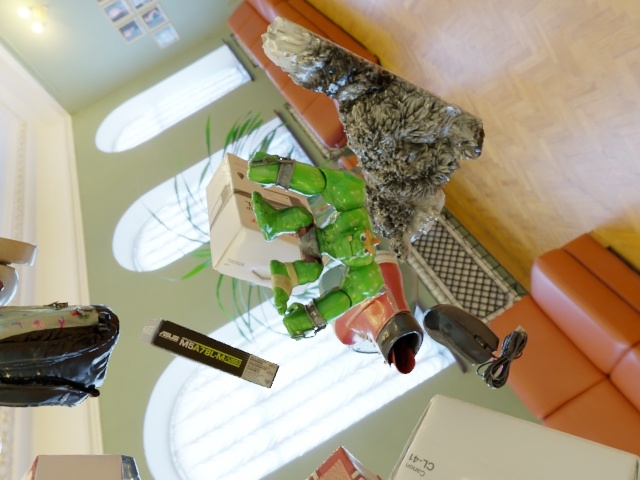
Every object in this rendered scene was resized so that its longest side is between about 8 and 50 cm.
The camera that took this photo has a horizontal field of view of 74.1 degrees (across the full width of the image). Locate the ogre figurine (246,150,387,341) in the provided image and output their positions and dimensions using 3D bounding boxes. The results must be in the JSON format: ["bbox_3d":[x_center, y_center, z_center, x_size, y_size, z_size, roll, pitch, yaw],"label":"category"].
[{"bbox_3d":[0.000,0.000,0.440,0.097,0.118,0.196,90,167,-84],"label":"ogre figurine"}]

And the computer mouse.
[{"bbox_3d":[0.405,0.251,1.156,0.272,0.188,0.072,29,153,31],"label":"computer mouse"}]

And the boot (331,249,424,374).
[{"bbox_3d":[0.088,0.158,0.698,0.244,0.089,0.176,106,154,-48],"label":"boot"}]

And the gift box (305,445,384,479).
[{"bbox_3d":[0.086,0.709,0.994,0.258,0.255,0.276,50,178,-26],"label":"gift box"}]

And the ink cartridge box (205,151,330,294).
[{"bbox_3d":[-0.170,-0.057,1.265,0.286,0.166,0.394,20,-150,-32],"label":"ink cartridge box"}]

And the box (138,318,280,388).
[{"bbox_3d":[-0.184,0.178,0.678,0.191,0.045,0.184,28,161,-20],"label":"box"}]

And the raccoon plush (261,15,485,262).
[{"bbox_3d":[0.065,-0.153,0.760,0.447,0.299,0.216,21,-154,-15],"label":"raccoon plush"}]

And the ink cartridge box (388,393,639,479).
[{"bbox_3d":[0.258,0.339,0.484,0.226,0.131,0.306,-1,131,50],"label":"ink cartridge box"}]

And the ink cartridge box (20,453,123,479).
[{"bbox_3d":[-0.506,0.513,0.816,0.159,0.217,0.092,24,-158,-39],"label":"ink cartridge box"}]

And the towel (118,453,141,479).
[{"bbox_3d":[-0.558,0.680,1.229,0.029,0.067,0.119,-49,-45,-66],"label":"towel"}]

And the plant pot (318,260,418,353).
[{"bbox_3d":[0.140,0.205,1.194,0.290,0.291,0.195,61,-157,-54],"label":"plant pot"}]

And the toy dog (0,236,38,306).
[{"bbox_3d":[-0.562,0.045,0.559,0.161,0.334,0.220,-9,88,49],"label":"toy dog"}]

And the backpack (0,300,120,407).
[{"bbox_3d":[-0.405,0.160,0.608,0.115,0.151,0.182,22,-172,38],"label":"backpack"}]
